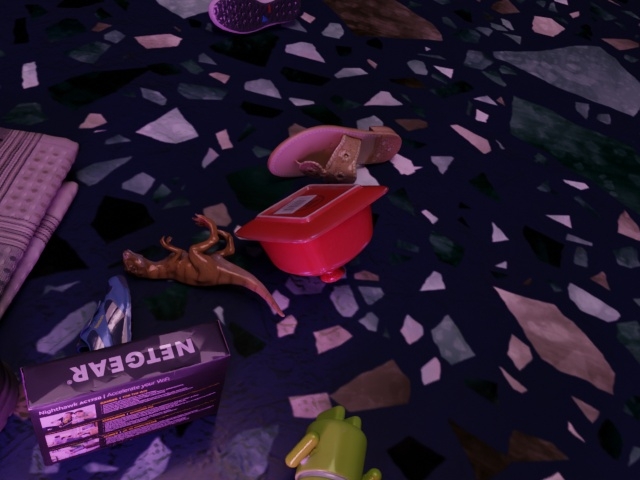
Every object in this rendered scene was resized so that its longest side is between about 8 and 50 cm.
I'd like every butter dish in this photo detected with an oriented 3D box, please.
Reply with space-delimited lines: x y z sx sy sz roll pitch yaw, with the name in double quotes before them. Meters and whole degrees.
"butter dish" 0.000 0.000 0.792 0.160 0.118 0.159 -35 26 -35

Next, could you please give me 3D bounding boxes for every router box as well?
"router box" -0.184 0.149 0.589 0.178 0.133 0.046 -11 55 -25

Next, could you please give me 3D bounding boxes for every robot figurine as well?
"robot figurine" 0.011 0.231 0.620 0.101 0.067 0.115 39 42 -22

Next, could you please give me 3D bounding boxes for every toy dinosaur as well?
"toy dinosaur" -0.137 0.034 0.764 0.211 0.064 0.112 9 66 3

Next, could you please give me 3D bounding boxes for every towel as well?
"towel" -0.484 -0.031 0.721 0.312 0.056 0.324 11 50 -4

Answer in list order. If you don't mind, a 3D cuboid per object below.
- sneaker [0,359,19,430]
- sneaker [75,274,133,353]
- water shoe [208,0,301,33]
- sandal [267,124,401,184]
"sneaker" -0.365 0.195 0.499 0.109 0.130 0.286 17 49 -5
"sneaker" -0.239 0.098 0.671 0.059 0.053 0.144 0 49 -14
"water shoe" -0.135 -0.449 1.177 0.203 0.073 0.080 -17 35 -33
"sandal" 0.043 -0.122 0.922 0.240 0.088 0.079 -14 49 -32
